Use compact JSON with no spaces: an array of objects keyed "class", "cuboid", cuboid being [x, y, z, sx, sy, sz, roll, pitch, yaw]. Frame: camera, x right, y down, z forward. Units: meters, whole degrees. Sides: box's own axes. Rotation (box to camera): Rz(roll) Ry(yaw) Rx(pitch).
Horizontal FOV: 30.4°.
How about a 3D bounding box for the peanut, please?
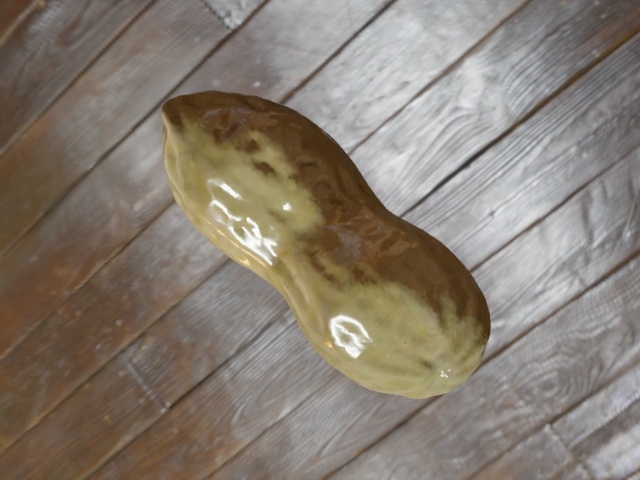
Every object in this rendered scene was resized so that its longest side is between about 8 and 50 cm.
[{"class":"peanut","cuboid":[0.000,0.000,0.538,0.187,0.082,0.082,46,113,1]}]
